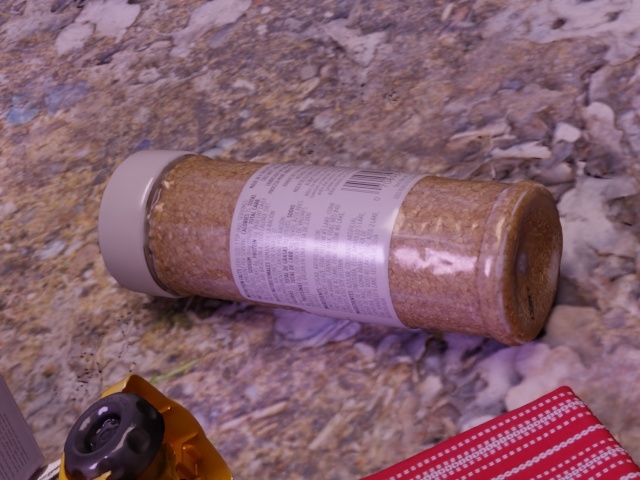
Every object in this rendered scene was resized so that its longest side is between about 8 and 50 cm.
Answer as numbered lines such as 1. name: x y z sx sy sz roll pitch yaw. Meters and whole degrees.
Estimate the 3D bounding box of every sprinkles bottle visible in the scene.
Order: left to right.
1. sprinkles bottle: 0.000 0.000 1.043 0.355 0.121 0.121 6 47 30

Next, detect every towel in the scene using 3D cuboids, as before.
1. towel: 0.112 0.189 0.799 0.199 0.031 0.275 -24 25 -3

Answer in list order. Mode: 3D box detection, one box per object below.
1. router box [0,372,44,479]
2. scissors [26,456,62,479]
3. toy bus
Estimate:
1. router box: -0.393 0.046 0.994 0.301 0.335 0.082 5 39 33
2. scissors: -0.316 0.239 0.994 0.109 0.021 0.297 21 56 40
3. toy bus: -0.154 0.225 0.860 0.211 0.149 0.220 -29 34 17
